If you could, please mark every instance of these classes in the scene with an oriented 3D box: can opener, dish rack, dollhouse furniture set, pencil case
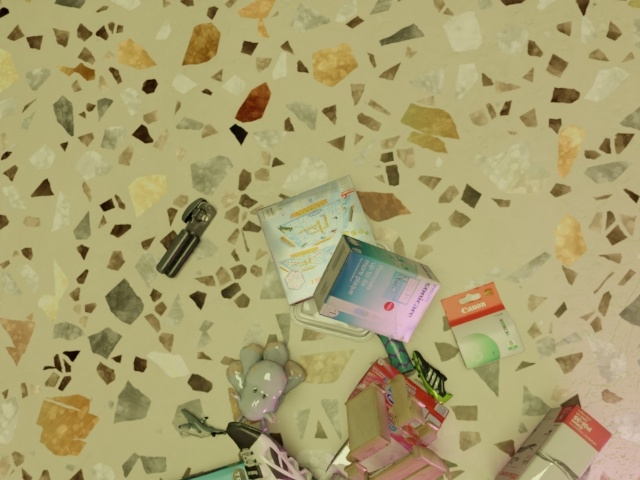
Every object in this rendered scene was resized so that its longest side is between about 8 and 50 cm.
[{"bbox_3d":[-0.455,-0.013,1.874,0.095,0.076,0.283,32,86,44],"label":"can opener"},{"bbox_3d":[0.062,0.135,1.768,0.286,0.072,0.332,13,82,10],"label":"dish rack"},{"bbox_3d":[0.246,0.555,1.539,0.356,0.173,0.303,38,116,-25],"label":"dollhouse furniture set"},{"bbox_3d":[0.227,0.339,1.712,0.070,0.065,0.151,-34,74,40],"label":"pencil case"}]

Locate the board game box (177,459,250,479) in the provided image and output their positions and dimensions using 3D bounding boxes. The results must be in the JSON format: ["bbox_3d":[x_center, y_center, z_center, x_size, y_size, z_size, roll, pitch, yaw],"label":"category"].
[{"bbox_3d":[-0.318,0.834,1.699,0.336,0.079,0.253,-19,79,5],"label":"board game box"}]

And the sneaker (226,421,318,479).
[{"bbox_3d":[-0.162,0.664,1.621,0.330,0.122,0.146,42,55,-6],"label":"sneaker"}]

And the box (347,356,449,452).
[{"bbox_3d":[0.224,0.484,1.636,0.257,0.122,0.128,36,50,11],"label":"box"}]

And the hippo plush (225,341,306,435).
[{"bbox_3d":[-0.200,0.437,1.666,0.234,0.236,0.294,29,86,11],"label":"hippo plush"}]

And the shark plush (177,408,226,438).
[{"bbox_3d":[-0.377,0.582,1.763,0.161,0.073,0.067,7,52,13],"label":"shark plush"}]

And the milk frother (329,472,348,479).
[{"bbox_3d":[0.014,0.772,1.660,0.143,0.129,0.135,14,43,37],"label":"milk frother"}]

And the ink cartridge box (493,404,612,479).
[{"bbox_3d":[0.623,0.595,1.518,0.117,0.207,0.283,42,77,15],"label":"ink cartridge box"}]

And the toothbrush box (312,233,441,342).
[{"bbox_3d":[0.159,0.141,1.612,0.296,0.126,0.216,21,109,-18],"label":"toothbrush box"}]

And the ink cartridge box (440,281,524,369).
[{"bbox_3d":[0.489,0.257,1.697,0.181,0.056,0.224,-20,80,4],"label":"ink cartridge box"}]

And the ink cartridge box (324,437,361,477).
[{"bbox_3d":[0.099,0.623,1.657,0.067,0.115,0.198,38,88,11],"label":"ink cartridge box"}]

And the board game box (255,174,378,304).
[{"bbox_3d":[0.000,0.000,1.729,0.319,0.066,0.317,-20,78,3],"label":"board game box"}]

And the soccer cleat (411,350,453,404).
[{"bbox_3d":[0.336,0.409,1.694,0.072,0.060,0.178,-26,85,-7],"label":"soccer cleat"}]
